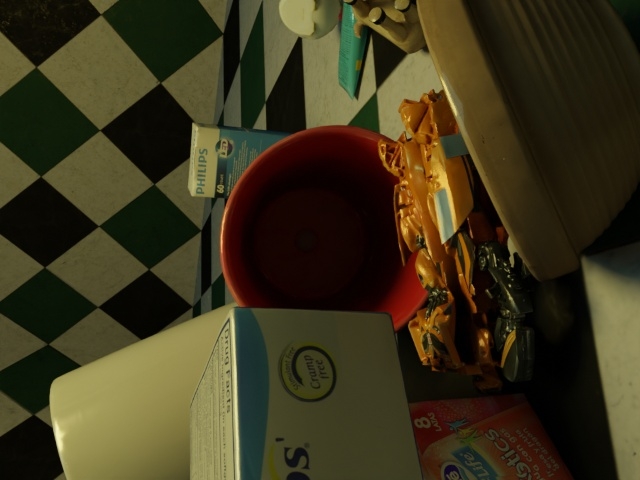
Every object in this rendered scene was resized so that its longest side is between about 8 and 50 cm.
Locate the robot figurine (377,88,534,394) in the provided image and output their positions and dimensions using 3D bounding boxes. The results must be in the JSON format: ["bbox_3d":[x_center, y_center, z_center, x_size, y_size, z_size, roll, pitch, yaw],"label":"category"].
[{"bbox_3d":[0.130,0.011,0.561,0.211,0.085,0.290,116,146,-77],"label":"robot figurine"}]

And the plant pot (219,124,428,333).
[{"bbox_3d":[0.000,0.000,0.758,0.243,0.275,0.274,174,98,-80],"label":"plant pot"}]

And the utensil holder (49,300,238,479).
[{"bbox_3d":[-0.190,0.291,0.913,0.327,0.386,0.327,56,159,34],"label":"utensil holder"}]

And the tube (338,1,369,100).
[{"bbox_3d":[0.056,-0.350,0.929,0.080,0.052,0.207,-108,22,-54],"label":"tube"}]

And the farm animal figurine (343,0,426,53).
[{"bbox_3d":[0.043,-0.413,0.766,0.327,0.172,0.330,2,90,29],"label":"farm animal figurine"}]

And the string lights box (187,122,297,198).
[{"bbox_3d":[-0.121,-0.149,1.082,0.077,0.260,0.133,-134,50,-64],"label":"string lights box"}]

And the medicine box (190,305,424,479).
[{"bbox_3d":[-0.032,0.238,0.502,0.289,0.149,0.263,121,147,-53],"label":"medicine box"}]

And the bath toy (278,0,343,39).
[{"bbox_3d":[0.024,-0.513,0.921,0.129,0.151,0.348,-46,-22,-46],"label":"bath toy"}]

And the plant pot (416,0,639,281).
[{"bbox_3d":[0.170,-0.097,0.406,0.110,0.237,0.237,-22,60,24],"label":"plant pot"}]

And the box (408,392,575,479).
[{"bbox_3d":[0.108,0.299,0.547,0.142,0.154,0.299,-110,28,-46],"label":"box"}]
